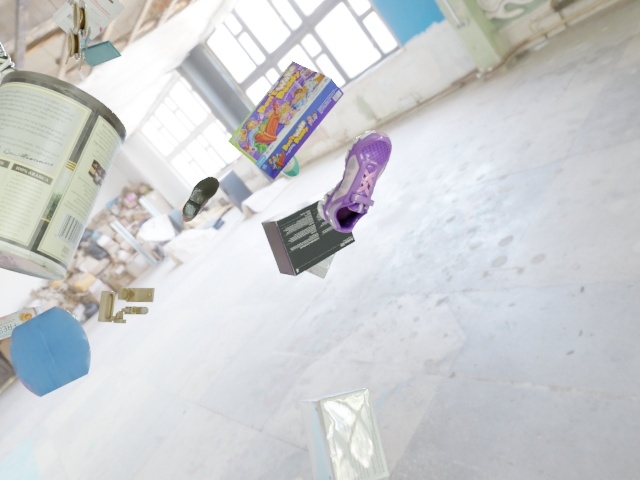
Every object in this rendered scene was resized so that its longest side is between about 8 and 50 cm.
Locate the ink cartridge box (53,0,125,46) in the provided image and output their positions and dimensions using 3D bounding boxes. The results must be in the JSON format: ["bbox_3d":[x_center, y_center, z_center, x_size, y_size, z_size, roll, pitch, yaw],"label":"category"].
[{"bbox_3d":[-0.694,-0.689,1.457,0.181,0.104,0.062,-37,53,9],"label":"ink cartridge box"}]

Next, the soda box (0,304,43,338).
[{"bbox_3d":[-0.879,0.241,1.360,0.183,0.058,0.063,-19,-1,-9],"label":"soda box"}]

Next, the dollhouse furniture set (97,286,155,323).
[{"bbox_3d":[-0.731,0.242,1.834,0.123,0.144,0.151,-2,-13,16],"label":"dollhouse furniture set"}]

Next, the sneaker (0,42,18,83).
[{"bbox_3d":[-0.777,-0.383,1.239,0.169,0.447,0.258,-116,38,-57],"label":"sneaker"}]

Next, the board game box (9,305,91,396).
[{"bbox_3d":[-0.474,0.194,0.867,0.168,0.133,0.033,-27,-4,12],"label":"board game box"}]

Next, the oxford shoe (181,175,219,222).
[{"bbox_3d":[-0.443,-0.151,1.764,0.076,0.076,0.212,-40,16,55],"label":"oxford shoe"}]

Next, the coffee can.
[{"bbox_3d":[-0.463,-0.098,0.783,0.201,0.201,0.275,-16,55,53],"label":"coffee can"}]

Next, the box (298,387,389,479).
[{"bbox_3d":[0.043,0.422,1.047,0.119,0.181,0.182,-7,-15,-19],"label":"box"}]

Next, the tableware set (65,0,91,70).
[{"bbox_3d":[-0.649,-0.552,1.277,0.039,0.128,0.194,-6,-14,-36],"label":"tableware set"}]

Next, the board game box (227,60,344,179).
[{"bbox_3d":[-0.119,-0.392,1.558,0.347,0.078,0.233,-51,47,2],"label":"board game box"}]

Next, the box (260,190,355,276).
[{"bbox_3d":[-0.034,-0.026,1.547,0.261,0.184,0.103,-29,16,-32],"label":"box"}]

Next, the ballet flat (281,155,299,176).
[{"bbox_3d":[-0.148,-0.319,1.768,0.083,0.247,0.087,-26,32,6],"label":"ballet flat"}]

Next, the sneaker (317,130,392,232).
[{"bbox_3d":[0.081,-0.109,1.000,0.236,0.095,0.104,-59,26,28],"label":"sneaker"}]

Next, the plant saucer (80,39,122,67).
[{"bbox_3d":[-0.749,-0.633,1.646,0.018,0.067,0.192,-30,21,24],"label":"plant saucer"}]

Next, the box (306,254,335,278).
[{"bbox_3d":[0.000,0.000,2.093,0.087,0.169,0.290,111,-176,-60],"label":"box"}]
